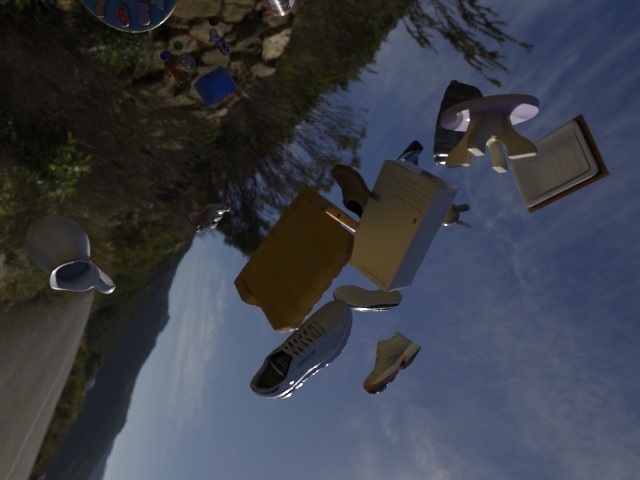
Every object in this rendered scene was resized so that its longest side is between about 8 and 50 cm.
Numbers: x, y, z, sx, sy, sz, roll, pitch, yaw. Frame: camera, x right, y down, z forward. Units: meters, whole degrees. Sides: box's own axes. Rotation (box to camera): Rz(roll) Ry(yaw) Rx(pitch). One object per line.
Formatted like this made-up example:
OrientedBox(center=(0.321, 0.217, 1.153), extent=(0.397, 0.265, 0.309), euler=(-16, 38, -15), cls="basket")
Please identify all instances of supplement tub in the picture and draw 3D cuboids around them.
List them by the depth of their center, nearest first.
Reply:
OrientedBox(center=(-0.144, -0.762, 1.343), extent=(0.198, 0.106, 0.105), euler=(29, 75, -77), cls="supplement tub")

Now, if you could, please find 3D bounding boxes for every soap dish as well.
OrientedBox(center=(0.824, -0.255, 1.581), extent=(0.291, 0.118, 0.228), euler=(-36, -120, 51), cls="soap dish")

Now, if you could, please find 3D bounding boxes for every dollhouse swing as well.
OrientedBox(center=(-0.010, 0.083, 1.244), extent=(0.305, 0.315, 0.346), euler=(41, -84, 38), cls="dollhouse swing")

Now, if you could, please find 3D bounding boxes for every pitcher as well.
OrientedBox(center=(-0.585, 0.039, 1.075), extent=(0.125, 0.177, 0.207), euler=(-46, -123, -4), cls="pitcher")

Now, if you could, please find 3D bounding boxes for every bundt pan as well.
OrientedBox(center=(0.544, -0.443, 1.761), extent=(0.331, 0.124, 0.330), euler=(-44, 142, -48), cls="bundt pan")

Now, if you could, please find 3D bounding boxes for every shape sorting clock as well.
OrientedBox(center=(-0.320, -0.444, 0.727), extent=(0.206, 0.206, 0.040), euler=(-62, -177, 30), cls="shape sorting clock")

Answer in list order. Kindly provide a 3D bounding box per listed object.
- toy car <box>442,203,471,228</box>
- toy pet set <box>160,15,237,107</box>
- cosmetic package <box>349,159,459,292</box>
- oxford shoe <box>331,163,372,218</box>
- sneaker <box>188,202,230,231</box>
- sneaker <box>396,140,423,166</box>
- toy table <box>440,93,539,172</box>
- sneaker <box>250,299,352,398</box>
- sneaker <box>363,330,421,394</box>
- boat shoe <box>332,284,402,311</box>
OrientedBox(center=(0.447, -0.107, 1.602), extent=(0.149, 0.154, 0.189), euler=(-39, -143, -25), cls="toy car")
OrientedBox(center=(-0.193, -0.271, 0.722), extent=(0.122, 0.114, 0.065), euler=(-24, -160, 25), cls="toy pet set")
OrientedBox(center=(0.255, -0.047, 1.495), extent=(0.217, 0.156, 0.384), euler=(36, -63, 34), cls="cosmetic package")
OrientedBox(center=(0.140, -0.218, 2.056), extent=(0.348, 0.130, 0.122), euler=(48, -26, 30), cls="oxford shoe")
OrientedBox(center=(-0.525, -0.112, 2.208), extent=(0.253, 0.103, 0.111), euler=(-20, -96, 34), cls="sneaker")
OrientedBox(center=(0.434, -0.346, 2.172), extent=(0.129, 0.147, 0.330), euler=(-49, 169, -21), cls="sneaker")
OrientedBox(center=(0.481, -0.302, 1.315), extent=(0.274, 0.252, 0.160), euler=(-6, -103, 51), cls="toy table")
OrientedBox(center=(-0.031, 0.203, 0.853), extent=(0.090, 0.095, 0.235), euler=(39, -95, 29), cls="sneaker")
OrientedBox(center=(0.212, 0.398, 1.510), extent=(0.121, 0.263, 0.099), euler=(39, -44, 26), cls="sneaker")
OrientedBox(center=(0.193, 0.260, 1.940), extent=(0.095, 0.336, 0.112), euler=(-61, -144, 40), cls="boat shoe")
